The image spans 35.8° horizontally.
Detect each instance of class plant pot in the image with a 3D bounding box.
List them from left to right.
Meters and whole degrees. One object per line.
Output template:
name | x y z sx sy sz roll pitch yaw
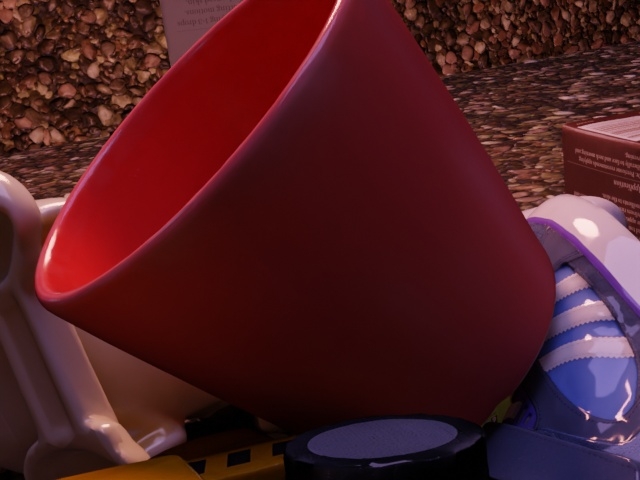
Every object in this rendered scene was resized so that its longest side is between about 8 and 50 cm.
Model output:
plant pot | 0.000 0.000 0.631 0.275 0.243 0.275 -37 26 22

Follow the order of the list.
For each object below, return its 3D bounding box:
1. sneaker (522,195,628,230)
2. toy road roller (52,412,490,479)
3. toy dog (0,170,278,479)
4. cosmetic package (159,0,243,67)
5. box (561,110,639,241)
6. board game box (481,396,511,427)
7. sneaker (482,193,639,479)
sneaker | 0.157 0.064 0.992 0.292 0.108 0.169 -21 30 36
toy road roller | -0.071 0.199 0.490 0.329 0.203 0.240 -8 3 -23
toy dog | -0.112 0.069 0.901 0.408 0.285 0.395 -23 -11 -41
cosmetic package | -0.050 -0.167 1.251 0.230 0.453 0.161 -4 16 9
box | 0.371 -0.028 1.047 0.167 0.203 0.168 -11 17 -15
board game box | 0.112 0.124 0.835 0.181 0.092 0.043 -21 20 -39
sneaker | 0.140 0.115 0.653 0.236 0.130 0.323 -36 31 4
